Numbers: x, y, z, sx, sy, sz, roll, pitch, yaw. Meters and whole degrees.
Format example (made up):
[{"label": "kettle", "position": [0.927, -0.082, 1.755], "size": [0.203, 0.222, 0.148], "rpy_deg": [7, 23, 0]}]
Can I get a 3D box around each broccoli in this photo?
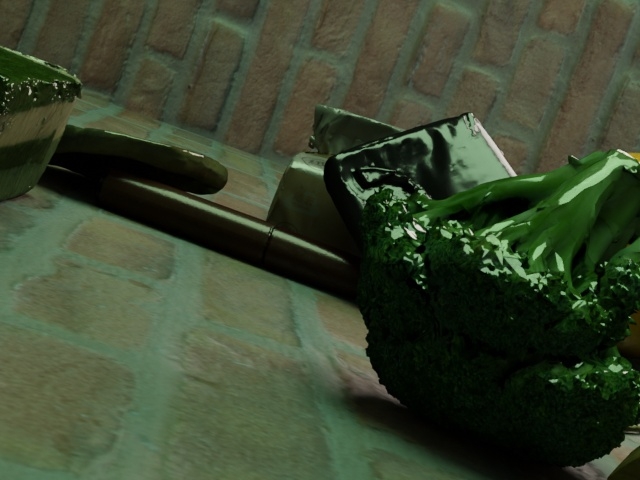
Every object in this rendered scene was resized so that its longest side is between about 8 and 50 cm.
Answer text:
[{"label": "broccoli", "position": [0.175, 0.054, 1.024], "size": [0.308, 0.275, 0.308], "rpy_deg": [46, -4, 4]}]

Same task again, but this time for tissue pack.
[{"label": "tissue pack", "position": [0.094, -0.044, 1.681], "size": [0.306, 0.238, 0.238], "rpy_deg": [20, 7, 3]}]

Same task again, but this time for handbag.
[{"label": "handbag", "position": [0.154, -0.024, 1.522], "size": [0.244, 0.088, 0.275], "rpy_deg": [-18, 63, -22]}]

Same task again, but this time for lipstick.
[{"label": "lipstick", "position": [-0.111, -0.011, 1.523], "size": [0.357, 0.057, 0.057], "rpy_deg": [19, 7, 3]}]

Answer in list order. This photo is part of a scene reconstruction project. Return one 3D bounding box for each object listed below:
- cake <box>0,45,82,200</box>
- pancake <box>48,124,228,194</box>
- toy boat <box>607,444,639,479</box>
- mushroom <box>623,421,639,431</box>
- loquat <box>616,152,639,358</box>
[{"label": "cake", "position": [-0.326, -0.114, 1.293], "size": [0.172, 0.158, 0.284], "rpy_deg": [18, 8, -33]}, {"label": "pancake", "position": [-0.276, -0.108, 1.624], "size": [0.295, 0.049, 0.294], "rpy_deg": [13, -6, 1]}, {"label": "toy boat", "position": [0.328, 0.211, 0.740], "size": [0.321, 0.121, 0.089], "rpy_deg": [23, 31, 28]}, {"label": "mushroom", "position": [0.280, 0.186, 1.258], "size": [0.028, 0.025, 0.286], "rpy_deg": [5, -3, 39]}, {"label": "loquat", "position": [0.508, 0.027, 1.891], "size": [0.360, 0.328, 0.328], "rpy_deg": [-3, -12, 44]}]
